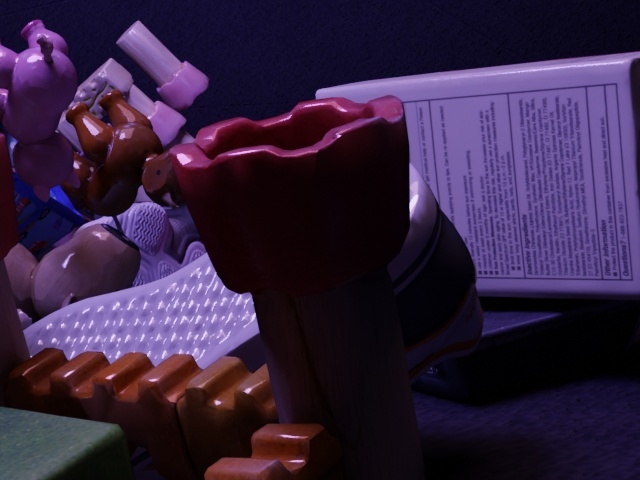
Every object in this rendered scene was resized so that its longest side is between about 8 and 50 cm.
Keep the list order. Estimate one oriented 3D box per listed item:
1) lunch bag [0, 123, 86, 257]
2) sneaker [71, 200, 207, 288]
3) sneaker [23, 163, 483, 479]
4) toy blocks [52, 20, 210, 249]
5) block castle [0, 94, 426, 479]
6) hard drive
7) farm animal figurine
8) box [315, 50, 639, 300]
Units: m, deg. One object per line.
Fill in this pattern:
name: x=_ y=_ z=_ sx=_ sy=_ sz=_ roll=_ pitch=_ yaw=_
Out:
lunch bag: x=-0.344 y=-0.009 z=1.011 sx=0.221 sy=0.138 sz=0.293 roll=-35 pitch=3 yaw=-3
sneaker: x=-0.210 y=0.010 z=1.302 sx=0.153 sy=0.101 sz=0.268 roll=-3 pitch=4 yaw=31
sneaker: x=-0.059 y=0.083 z=0.643 sx=0.321 sy=0.127 sz=0.126 roll=-27 pitch=40 yaw=15
toy blocks: x=-0.257 y=-0.055 z=1.498 sx=0.288 sy=0.260 sz=0.309 roll=-35 pitch=21 yaw=28
block castle: x=-0.191 y=0.065 z=0.355 sx=0.303 sy=0.213 sz=0.453 roll=-1 pitch=19 yaw=35
hard drive: x=0.096 y=0.055 z=0.865 sx=0.172 sy=0.054 sz=0.254 roll=-12 pitch=10 yaw=-24
farm animal figurine: x=-0.218 y=0.025 z=0.782 sx=0.327 sy=0.172 sz=0.330 roll=-41 pitch=-11 yaw=18
box: x=0.131 y=-0.045 z=0.810 sx=0.232 sy=0.148 sz=0.127 roll=0 pitch=12 yaw=37
